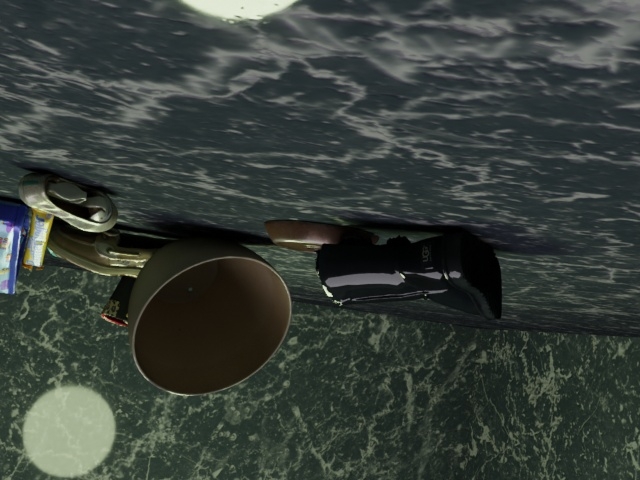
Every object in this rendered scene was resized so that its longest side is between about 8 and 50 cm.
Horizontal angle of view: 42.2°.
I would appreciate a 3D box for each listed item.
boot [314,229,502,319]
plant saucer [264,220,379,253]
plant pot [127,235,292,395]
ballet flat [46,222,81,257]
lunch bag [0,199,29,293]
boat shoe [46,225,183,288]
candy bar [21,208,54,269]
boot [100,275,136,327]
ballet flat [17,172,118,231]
[{"bbox_3d":[0.125,0.050,1.131,0.207,0.094,0.246,-4,162,26],"label":"boot"},{"bbox_3d":[0.000,0.000,1.203,0.168,0.029,0.168,7,172,1],"label":"plant saucer"},{"bbox_3d":[-0.217,0.101,1.466,0.284,0.284,0.191,12,-156,-35],"label":"plant pot"},{"bbox_3d":[-0.484,-0.004,1.608,0.068,0.072,0.213,-19,178,-9],"label":"ballet flat"},{"bbox_3d":[-0.607,-0.019,1.376,0.220,0.138,0.293,12,162,-17],"label":"lunch bag"},{"bbox_3d":[-0.359,0.013,1.529,0.285,0.089,0.104,15,-164,-33],"label":"boat shoe"},{"bbox_3d":[-0.482,-0.004,1.419,0.040,0.018,0.161,8,136,-23],"label":"candy bar"},{"bbox_3d":[-0.335,0.098,1.697,0.236,0.179,0.085,5,152,36],"label":"boot"},{"bbox_3d":[-0.305,-0.046,1.053,0.052,0.057,0.168,-8,167,29],"label":"ballet flat"}]
